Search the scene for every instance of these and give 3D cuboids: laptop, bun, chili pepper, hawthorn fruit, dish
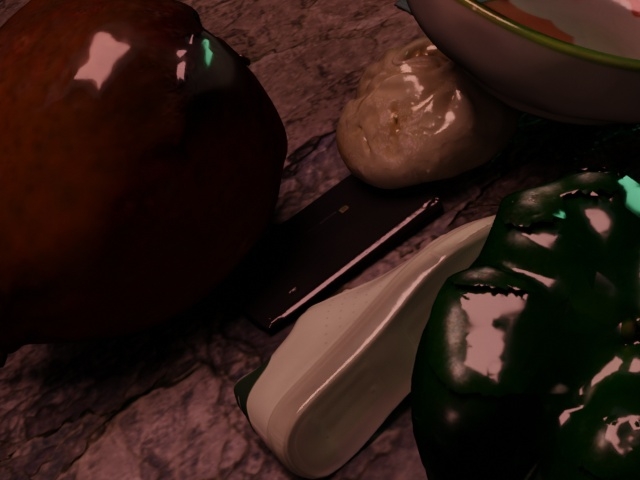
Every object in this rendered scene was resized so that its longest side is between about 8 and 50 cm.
[{"bbox_3d":[0.000,0.000,1.303,0.197,0.016,0.135,-36,33,-15],"label":"laptop"},{"bbox_3d":[0.090,-0.127,1.325,0.183,0.102,0.183,-16,28,9],"label":"bun"},{"bbox_3d":[0.165,0.085,0.832,0.233,0.257,0.248,12,69,20],"label":"chili pepper"},{"bbox_3d":[-0.190,-0.068,1.273,0.325,0.308,0.308,-33,33,-21],"label":"hawthorn fruit"},{"bbox_3d":[0.210,-0.186,1.271,0.324,0.124,0.324,10,36,-8],"label":"dish"}]

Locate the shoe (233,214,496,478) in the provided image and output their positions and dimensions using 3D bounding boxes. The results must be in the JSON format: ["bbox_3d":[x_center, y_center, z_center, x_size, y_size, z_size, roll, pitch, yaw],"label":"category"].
[{"bbox_3d":[0.043,0.062,1.119,0.265,0.095,0.110,-41,36,-19],"label":"shoe"}]

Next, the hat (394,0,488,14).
[{"bbox_3d":[0.166,-0.215,1.442,0.191,0.078,0.138,-15,32,-19],"label":"hat"}]
